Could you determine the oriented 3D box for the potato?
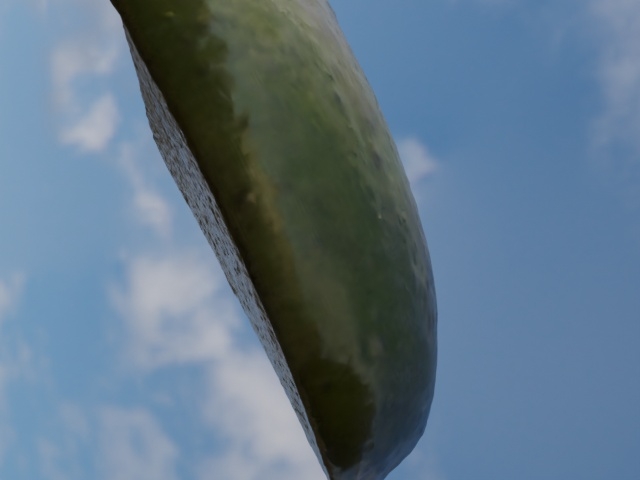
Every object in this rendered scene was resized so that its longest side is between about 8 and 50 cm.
[{"bbox_3d":[0.000,0.000,0.875,0.269,0.112,0.255,79,-15,-75],"label":"potato"}]
